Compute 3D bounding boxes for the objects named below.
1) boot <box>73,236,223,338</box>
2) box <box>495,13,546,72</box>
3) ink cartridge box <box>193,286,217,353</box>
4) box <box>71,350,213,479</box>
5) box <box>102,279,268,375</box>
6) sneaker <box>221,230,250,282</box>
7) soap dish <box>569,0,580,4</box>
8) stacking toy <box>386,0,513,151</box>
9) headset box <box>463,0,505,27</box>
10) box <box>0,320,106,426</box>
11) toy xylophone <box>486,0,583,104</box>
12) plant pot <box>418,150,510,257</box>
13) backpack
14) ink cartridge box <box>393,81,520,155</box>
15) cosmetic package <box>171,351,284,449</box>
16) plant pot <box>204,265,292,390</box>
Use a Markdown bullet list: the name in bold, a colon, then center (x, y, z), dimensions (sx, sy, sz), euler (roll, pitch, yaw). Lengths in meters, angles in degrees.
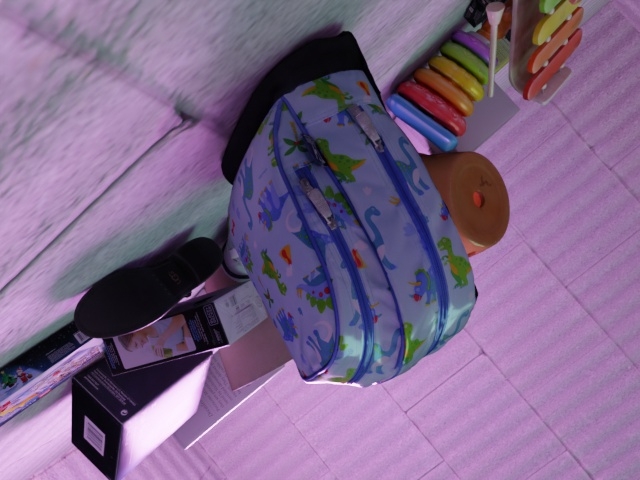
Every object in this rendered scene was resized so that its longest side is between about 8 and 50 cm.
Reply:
- **boot**: center (-0.288, 0.101, 0.813), dimensions (0.263, 0.091, 0.229), euler (-30, 176, -36)
- **box**: center (0.447, -0.481, 1.163), dimensions (0.232, 0.087, 0.058), euler (-44, 176, 26)
- **ink cartridge box**: center (-0.316, 0.234, 1.389), dimensions (0.212, 0.154, 0.093), euler (-44, 174, 35)
- **box**: center (-0.462, 0.408, 1.247), dimensions (0.294, 0.182, 0.296), euler (-37, 155, -50)
- **box**: center (-0.274, 0.173, 0.964), dimensions (0.290, 0.087, 0.169), euler (-18, -176, 20)
- **sneaker**: center (-0.045, -0.049, 0.979), dimensions (0.366, 0.137, 0.210), euler (-36, 177, -14)
- **soap dish**: center (0.428, -0.469, 0.618), dimensions (0.291, 0.118, 0.229), euler (-38, 156, -29)
- **stacking toy**: center (0.280, -0.339, 0.930), dimensions (0.302, 0.165, 0.175), euler (-53, 173, 17)
- **headset box**: center (0.302, -0.426, 0.843), dimensions (0.083, 0.032, 0.062), euler (-38, 175, -5)
- **box**: center (-0.467, 0.223, 0.770), dimensions (0.233, 0.044, 0.159), euler (-38, 175, -30)
- **toy xylophone**: center (0.391, -0.384, 0.851), dimensions (0.236, 0.081, 0.323), euler (-51, 145, -12)
- **plant pot**: center (0.266, -0.069, 1.043), dimensions (0.291, 0.291, 0.203), euler (-37, -168, -33)
- **backpack**: center (0.021, -0.008, 0.577), dimensions (0.273, 0.355, 0.290), euler (-36, 174, -35)
- **ink cartridge box**: center (0.317, -0.291, 1.223), dimensions (0.197, 0.198, 0.270), euler (-40, 176, -11)
- **cosmetic package**: center (-0.372, 0.419, 1.639), dimensions (0.393, 0.327, 0.329), euler (-38, 175, -9)
- **plant pot**: center (-0.155, 0.164, 1.123), dimensions (0.256, 0.274, 0.256), euler (-29, 174, -3)
